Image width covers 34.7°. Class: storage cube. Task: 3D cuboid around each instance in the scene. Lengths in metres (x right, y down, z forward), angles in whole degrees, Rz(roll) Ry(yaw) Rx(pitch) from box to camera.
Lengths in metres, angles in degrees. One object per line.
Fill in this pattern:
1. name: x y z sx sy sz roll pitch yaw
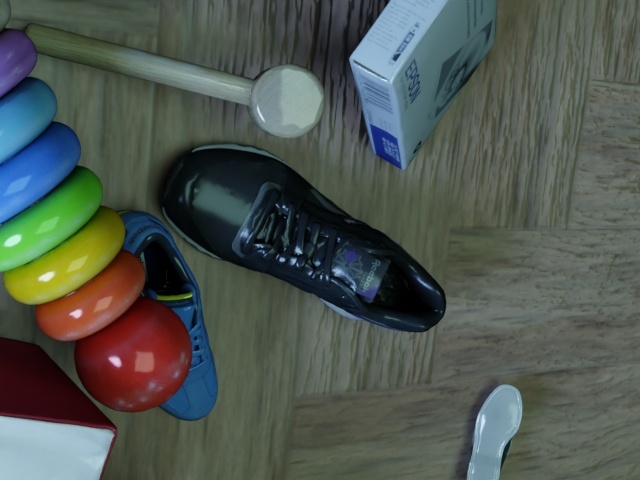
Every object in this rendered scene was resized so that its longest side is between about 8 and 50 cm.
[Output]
1. storage cube: -0.280 0.172 0.727 0.215 0.193 0.183 15 94 -33

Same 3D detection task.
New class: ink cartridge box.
1. ink cartridge box: 0.112 -0.190 0.886 0.224 0.045 0.223 -57 166 -7

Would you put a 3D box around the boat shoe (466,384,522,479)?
1. boat shoe: 0.190 0.217 1.121 0.046 0.038 0.125 12 90 8

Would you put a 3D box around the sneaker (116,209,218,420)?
1. sneaker: -0.129 0.074 0.863 0.069 0.082 0.209 -28 117 -25

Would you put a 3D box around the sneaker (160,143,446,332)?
1. sneaker: 0.000 0.000 0.897 0.283 0.124 0.107 26 87 -33

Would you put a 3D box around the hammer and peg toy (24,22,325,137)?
1. hammer and peg toy: -0.079 -0.255 0.743 0.266 0.127 0.361 0 99 -16

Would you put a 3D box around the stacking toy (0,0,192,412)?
1. stacking toy: -0.199 -0.010 0.738 0.141 0.141 0.330 -39 111 -18
